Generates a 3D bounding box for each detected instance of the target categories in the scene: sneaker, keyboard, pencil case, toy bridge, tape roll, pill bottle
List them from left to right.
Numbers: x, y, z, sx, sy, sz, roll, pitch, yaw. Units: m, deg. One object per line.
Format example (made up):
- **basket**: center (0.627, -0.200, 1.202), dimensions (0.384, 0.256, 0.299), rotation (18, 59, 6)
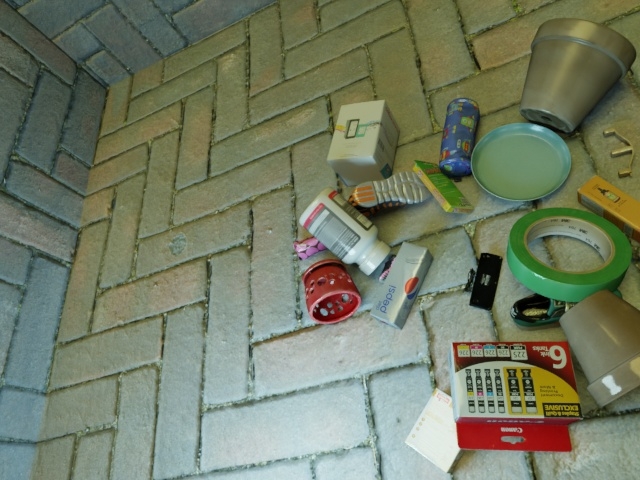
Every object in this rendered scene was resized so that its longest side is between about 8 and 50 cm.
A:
- **pencil case**: center (0.000, 0.000, 1.895), dimensions (0.209, 0.098, 0.095), rotation (-26, 55, 13)
- **pill bottle**: center (0.093, -0.027, 1.744), dimensions (0.318, 0.176, 0.176), rotation (42, 88, 4)
- **sneaker**: center (0.251, -0.171, 1.839), dimensions (0.321, 0.180, 0.124), rotation (-6, 79, -12)
- **sneaker**: center (0.245, 0.099, 1.751), dimensions (0.119, 0.047, 0.057), rotation (-50, 34, -6)
- **pencil case**: center (0.519, -0.377, 1.803), dimensions (0.133, 0.119, 0.306), rotation (13, 68, -1)
- **keyboard**: center (0.526, 0.130, 1.592), dimensions (0.100, 0.038, 0.192), rotation (17, 71, 10)
- **sneaker**: center (0.704, 0.188, 1.401), dimensions (0.302, 0.121, 0.108), rotation (-18, 58, 19)
- **tape roll**: center (0.719, 0.034, 1.428), dimensions (0.321, 0.077, 0.321), rotation (-6, 44, 6)
- **toy bridge**: center (0.972, -0.286, 1.569), dimensions (0.063, 0.026, 0.188), rotation (-13, 60, 21)

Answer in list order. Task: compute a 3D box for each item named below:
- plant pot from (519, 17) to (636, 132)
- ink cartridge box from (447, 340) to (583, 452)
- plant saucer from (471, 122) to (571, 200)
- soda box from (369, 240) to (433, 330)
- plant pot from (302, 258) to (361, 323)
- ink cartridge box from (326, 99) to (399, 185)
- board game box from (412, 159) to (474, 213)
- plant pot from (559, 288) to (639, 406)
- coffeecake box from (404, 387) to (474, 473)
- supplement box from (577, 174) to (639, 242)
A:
- **plant pot**: center (0.821, -0.530, 1.633), dimensions (0.323, 0.323, 0.280), rotation (30, 97, 36)
- **ink cartridge box**: center (0.519, 0.422, 1.323), dimensions (0.310, 0.130, 0.271), rotation (-3, 62, 9)
- **plant saucer**: center (0.684, -0.265, 1.677), dimensions (0.318, 0.043, 0.317), rotation (-7, 63, 13)
- **soda box**: center (0.281, 0.153, 1.666), dimensions (0.098, 0.091, 0.286), rotation (19, 75, 34)
- **plant pot**: center (0.029, 0.174, 1.730), dimensions (0.191, 0.191, 0.174), rotation (-31, 50, 10)
- **ink cartridge box**: center (0.178, -0.384, 1.943), dimensions (0.197, 0.198, 0.270), rotation (1, 64, 30)
- **board game box**: center (0.434, -0.197, 1.755), dimensions (0.039, 0.124, 0.259), rotation (-57, 45, 37)
- **plant pot**: center (0.749, 0.254, 1.239), dimensions (0.263, 0.263, 0.229), rotation (-34, 60, 8)
- **coffeecake box**: center (0.360, 0.553, 1.423), dimensions (0.142, 0.068, 0.185), rotation (28, 80, 35)
- **supplement box**: center (0.901, -0.097, 1.476), dimensions (0.078, 0.080, 0.233), rotation (-41, 55, 2)
